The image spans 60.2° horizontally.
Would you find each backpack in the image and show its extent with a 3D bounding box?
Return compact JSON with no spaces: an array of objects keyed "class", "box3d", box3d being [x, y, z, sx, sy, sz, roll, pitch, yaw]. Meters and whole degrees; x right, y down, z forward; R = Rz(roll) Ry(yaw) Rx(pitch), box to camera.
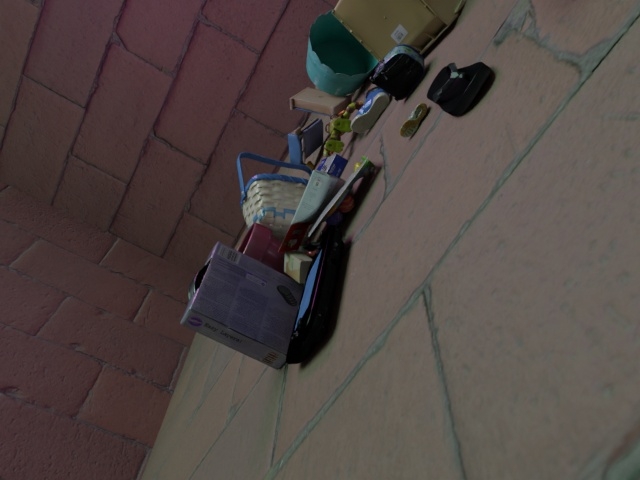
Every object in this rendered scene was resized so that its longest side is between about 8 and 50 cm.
[{"class":"backpack","box3d":[0.198,-0.423,1.360,0.114,0.105,0.084,-43,24,44]}]

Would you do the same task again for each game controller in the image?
[{"class":"game controller","box3d":[-0.014,0.110,1.183,0.166,0.067,0.319,-52,15,40]}]

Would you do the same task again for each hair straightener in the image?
[{"class":"hair straightener","box3d":[0.000,0.000,1.394,0.089,0.047,0.230,-67,9,-21]}]

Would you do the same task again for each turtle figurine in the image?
[{"class":"turtle figurine","box3d":[0.068,-0.369,1.751,0.269,0.087,0.217,-51,10,21]}]

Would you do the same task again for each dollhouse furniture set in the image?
[{"class":"dollhouse furniture set","box3d":[0.028,-0.456,2.235,0.286,0.198,0.303,-45,-35,-42]}]

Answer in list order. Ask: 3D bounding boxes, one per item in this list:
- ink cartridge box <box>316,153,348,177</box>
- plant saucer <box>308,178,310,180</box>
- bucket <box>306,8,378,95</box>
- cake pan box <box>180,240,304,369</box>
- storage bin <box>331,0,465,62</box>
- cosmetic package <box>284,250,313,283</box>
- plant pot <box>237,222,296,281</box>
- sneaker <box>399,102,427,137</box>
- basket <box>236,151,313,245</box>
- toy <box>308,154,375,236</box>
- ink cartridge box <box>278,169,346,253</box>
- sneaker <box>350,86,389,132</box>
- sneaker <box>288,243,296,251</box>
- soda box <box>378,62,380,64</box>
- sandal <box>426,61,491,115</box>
[{"class":"ink cartridge box","box3d":[0.023,-0.218,1.782,0.097,0.046,0.207,-62,12,-4]},{"class":"plant saucer","box3d":[-0.037,-0.217,2.104,0.083,0.013,0.083,-58,13,22]},{"class":"bucket","box3d":[0.078,-0.690,2.050,0.183,0.281,0.281,128,166,-73]},{"class":"cake pan box","box3d":[-0.178,0.147,1.309,0.070,0.267,0.245,-52,18,33]},{"class":"storage bin","box3d":[0.196,-0.596,1.400,0.123,0.260,0.262,-49,6,-23]},{"class":"cosmetic package","box3d":[-0.054,0.066,1.394,0.115,0.041,0.060,-155,66,-64]},{"class":"plant pot","box3d":[-0.149,0.076,1.539,0.201,0.180,0.201,-57,14,22]},{"class":"sneaker","box3d":[0.202,-0.257,1.180,0.083,0.032,0.037,-52,2,24]},{"class":"basket","box3d":[-0.131,-0.137,1.689,0.201,0.255,0.288,129,144,-51]},{"class":"toy","box3d":[0.057,-0.098,1.353,0.237,0.056,0.137,-56,4,3]},{"class":"ink cartridge box","box3d":[-0.017,-0.067,1.459,0.189,0.066,0.232,-8,-61,-75]},{"class":"sneaker","box3d":[0.144,-0.385,1.603,0.152,0.058,0.084,-47,25,38]},{"class":"sneaker","box3d":[-0.162,0.084,1.717,0.111,0.121,0.299,-49,18,46]},{"class":"soda box","box3d":[0.219,-0.562,1.679,0.063,0.058,0.183,-52,16,41]},{"class":"sandal","box3d":[0.237,-0.286,1.021,0.097,0.055,0.254,-61,12,9]}]
